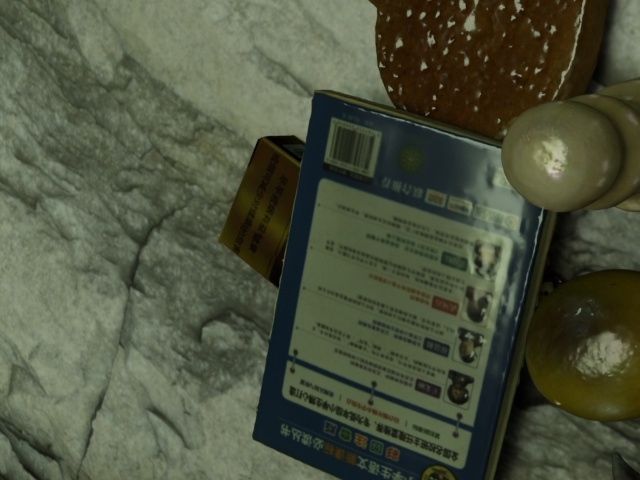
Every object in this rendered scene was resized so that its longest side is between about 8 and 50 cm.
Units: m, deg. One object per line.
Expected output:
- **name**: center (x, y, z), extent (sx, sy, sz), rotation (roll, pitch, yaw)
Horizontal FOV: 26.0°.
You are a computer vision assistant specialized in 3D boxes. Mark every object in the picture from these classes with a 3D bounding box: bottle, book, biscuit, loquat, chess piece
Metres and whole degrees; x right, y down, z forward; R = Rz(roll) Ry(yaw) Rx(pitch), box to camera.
- **bottle**: center (0.227, 0.058, 1.467), extent (0.047, 0.063, 0.101), rotation (166, 97, -67)
- **book**: center (0.084, 0.077, 1.508), extent (0.300, 0.039, 0.427), rotation (20, 109, 27)
- **biscuit**: center (0.165, -0.279, 1.472), extent (0.314, 0.063, 0.367), rotation (14, 103, 40)
- **loquat**: center (0.292, 0.102, 1.359), extent (0.195, 0.152, 0.152), rotation (-17, 84, 51)
- **chess piece**: center (0.261, -0.082, 1.291), extent (0.143, 0.261, 0.142), rotation (8, 102, 38)

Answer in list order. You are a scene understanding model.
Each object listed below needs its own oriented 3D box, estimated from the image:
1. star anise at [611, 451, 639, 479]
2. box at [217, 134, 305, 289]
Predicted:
- **star anise**: center (0.330, 0.360, 1.335), extent (0.315, 0.108, 0.315), rotation (-4, 84, 44)
- **box**: center (0.000, 0.000, 1.627), extent (0.240, 0.071, 0.159), rotation (38, 115, 30)
